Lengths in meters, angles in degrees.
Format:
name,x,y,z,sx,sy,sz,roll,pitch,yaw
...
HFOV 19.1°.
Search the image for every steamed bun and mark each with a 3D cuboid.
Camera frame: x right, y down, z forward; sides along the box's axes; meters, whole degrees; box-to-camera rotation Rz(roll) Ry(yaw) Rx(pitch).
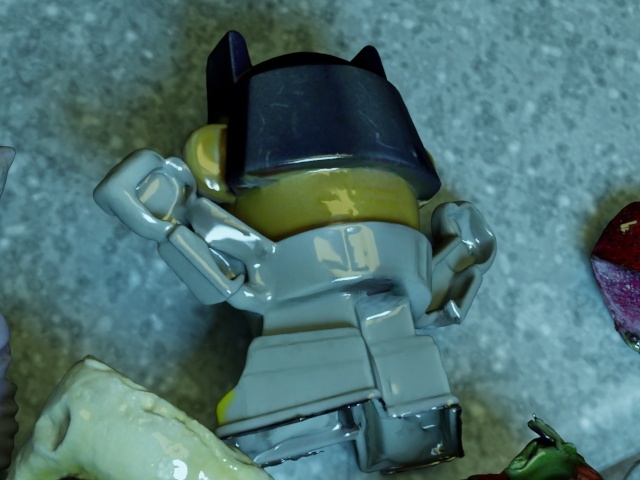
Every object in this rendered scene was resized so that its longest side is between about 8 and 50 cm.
name,x,y,z,sx,sy,sz,roll,pitch,yaw
steamed bun,-0.117,0.170,1.070,0.141,0.172,0.155,32,75,11

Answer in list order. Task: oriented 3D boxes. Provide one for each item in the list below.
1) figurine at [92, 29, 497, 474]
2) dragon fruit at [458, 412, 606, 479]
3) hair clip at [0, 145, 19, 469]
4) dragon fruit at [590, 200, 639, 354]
name,x,y,z,sx,sy,sz,roll,pitch,yaw
figurine,0.004,0.000,1.200,0.308,0.143,0.308,35,44,-44
dragon fruit,0.112,0.218,1.114,0.188,0.182,0.182,-33,76,9
hair clip,-0.220,0.044,1.101,0.069,0.173,0.300,-11,51,14
dragon fruit,0.259,0.041,1.306,0.147,0.096,0.102,18,41,41
